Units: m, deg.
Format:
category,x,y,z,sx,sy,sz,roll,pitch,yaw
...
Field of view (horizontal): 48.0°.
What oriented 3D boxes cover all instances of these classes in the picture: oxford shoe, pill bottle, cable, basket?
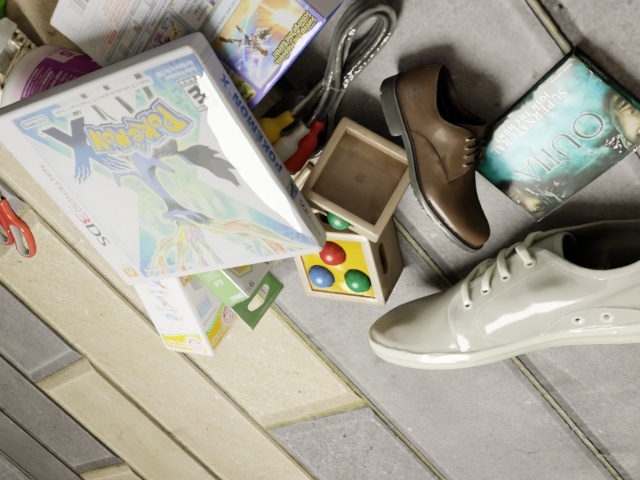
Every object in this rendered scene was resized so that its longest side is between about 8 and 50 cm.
category,x,y,z,sx,sy,sz,roll,pitch,yaw
oxford shoe,0.246,0.060,0.882,0.449,0.169,0.130,-16,111,37
pill bottle,-0.267,-0.152,0.992,0.302,0.169,0.169,20,137,14
cable,0.007,-0.162,0.866,0.140,0.072,0.287,13,142,-42
oxford shoe,0.151,-0.093,0.818,0.096,0.083,0.227,-16,103,39
basket,-0.495,-0.240,1.080,0.167,0.113,0.103,-7,146,36

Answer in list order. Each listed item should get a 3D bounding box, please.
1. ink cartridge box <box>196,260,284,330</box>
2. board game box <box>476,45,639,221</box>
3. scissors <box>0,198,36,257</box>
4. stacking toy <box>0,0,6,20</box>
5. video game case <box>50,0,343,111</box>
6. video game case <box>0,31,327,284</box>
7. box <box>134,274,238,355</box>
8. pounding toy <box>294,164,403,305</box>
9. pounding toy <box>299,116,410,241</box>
category,x,y,z,sx,sy,sz,roll,pitch,yaw
ink cartridge box,-0.134,0.028,1.121,0.209,0.109,0.062,48,137,-15
board game box,0.263,-0.111,0.805,0.126,0.026,0.186,38,138,-5
scissors,-0.618,-0.082,1.390,0.109,0.021,0.297,22,136,16
stacking toy,-0.518,-0.411,0.992,0.167,0.052,0.221,33,139,1
video game case,-0.143,-0.248,0.777,0.244,0.061,0.269,42,138,-9
video game case,-0.199,-0.074,0.882,0.329,0.036,0.300,-11,129,29
box,-0.230,0.085,1.228,0.103,0.114,0.203,3,129,28
pounding toy,-0.007,-0.008,1.019,0.206,0.094,0.181,5,131,28
pounding toy,0.034,-0.064,0.910,0.130,0.141,0.100,29,176,5
